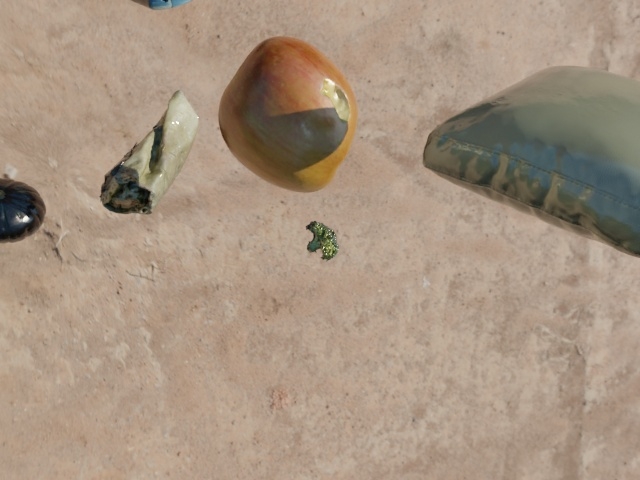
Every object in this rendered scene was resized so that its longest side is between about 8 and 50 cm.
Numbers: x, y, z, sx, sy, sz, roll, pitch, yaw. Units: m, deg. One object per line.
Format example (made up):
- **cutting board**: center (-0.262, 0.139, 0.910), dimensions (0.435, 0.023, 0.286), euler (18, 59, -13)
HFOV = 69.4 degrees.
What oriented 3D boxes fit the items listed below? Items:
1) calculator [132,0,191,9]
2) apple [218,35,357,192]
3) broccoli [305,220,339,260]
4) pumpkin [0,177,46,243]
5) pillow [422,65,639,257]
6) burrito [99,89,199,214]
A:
- **calculator**: center (-0.453, -0.690, 1.245), dimensions (0.173, 0.293, 0.051), euler (-38, 146, -27)
- **apple**: center (-0.048, -0.216, 0.826), dimensions (0.241, 0.242, 0.242), euler (38, 77, -8)
- **broccoli**: center (0.000, 0.000, 1.258), dimensions (0.092, 0.095, 0.097), euler (-33, 139, 3)
- **pumpkin**: center (-0.840, -0.079, 1.226), dimensions (0.194, 0.194, 0.150), euler (-23, 136, -25)
- **pillow**: center (0.295, -0.111, 0.523), dimensions (0.322, 0.255, 0.120), euler (-31, 141, -39)
- **burrito**: center (-0.420, -0.221, 1.194), dimensions (0.135, 0.190, 0.332), euler (30, 56, -15)
